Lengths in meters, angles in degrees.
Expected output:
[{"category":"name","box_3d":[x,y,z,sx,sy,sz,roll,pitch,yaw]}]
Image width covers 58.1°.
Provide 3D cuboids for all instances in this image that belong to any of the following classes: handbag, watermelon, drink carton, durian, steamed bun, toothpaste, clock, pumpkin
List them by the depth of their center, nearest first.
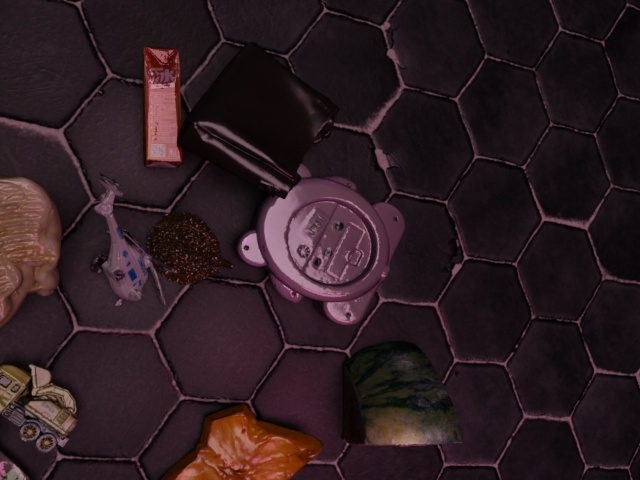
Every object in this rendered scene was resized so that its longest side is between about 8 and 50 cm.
[{"category":"steamed bun","box_3d":[-0.601,0.024,1.003,0.276,0.203,0.289,-5,105,-28]},{"category":"toothpaste","box_3d":[-0.613,0.416,1.072,0.078,0.047,0.248,-42,99,-7]},{"category":"drink carton","box_3d":[-0.317,-0.261,1.149,0.071,0.096,0.222,-1,90,-19]},{"category":"handbag","box_3d":[-0.115,-0.236,1.158,0.257,0.113,0.285,31,56,-5]},{"category":"durian","box_3d":[-0.261,0.021,1.170,0.188,0.091,0.148,24,82,-19]},{"category":"pumpkin","box_3d":[-0.177,0.478,1.195,0.290,0.095,0.258,27,85,-13]},{"category":"clock","box_3d":[0.000,0.000,1.250,0.322,0.113,0.295,29,81,-15]},{"category":"watermelon","box_3d":[0.165,0.372,1.305,0.213,0.201,0.261,1,47,-18]}]

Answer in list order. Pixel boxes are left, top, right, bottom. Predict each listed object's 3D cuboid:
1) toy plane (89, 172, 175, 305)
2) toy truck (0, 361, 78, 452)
[{"category":"toy plane","box_3d":[-0.366,0.023,1.072,0.182,0.273,0.107,39,57,11]},{"category":"toy truck","box_3d":[-0.536,0.300,1.078,0.191,0.085,0.116,43,67,-15]}]
